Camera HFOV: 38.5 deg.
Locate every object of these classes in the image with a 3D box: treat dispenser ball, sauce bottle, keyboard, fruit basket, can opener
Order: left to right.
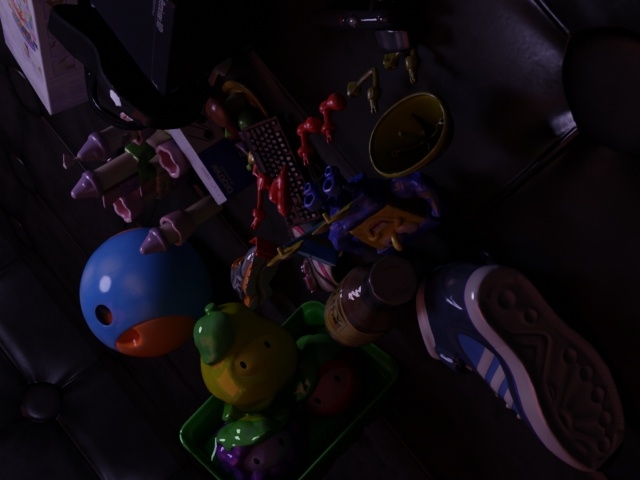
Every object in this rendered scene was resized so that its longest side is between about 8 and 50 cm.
[{"bbox_3d":[-0.383,0.113,2.020,0.288,0.288,0.288,38,149,28],"label":"treat dispenser ball"},{"bbox_3d":[-0.074,0.267,1.626,0.283,0.392,0.392,36,148,31],"label":"fruit basket"},{"bbox_3d":[-0.048,-0.113,1.466,0.108,0.023,0.180,-18,105,23],"label":"keyboard"},{"bbox_3d":[0.046,-0.276,1.144,0.186,0.059,0.073,22,117,49],"label":"can opener"},{"bbox_3d":[0.078,0.091,1.395,0.111,0.111,0.344,50,164,7],"label":"sauce bottle"}]

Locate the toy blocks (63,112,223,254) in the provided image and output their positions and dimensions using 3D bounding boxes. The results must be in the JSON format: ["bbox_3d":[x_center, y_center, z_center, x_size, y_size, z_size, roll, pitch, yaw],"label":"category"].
[{"bbox_3d":[-0.373,-0.145,1.738,0.309,0.260,0.289,43,151,21],"label":"toy blocks"}]

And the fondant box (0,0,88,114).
[{"bbox_3d":[-0.565,-0.450,1.830,0.238,0.096,0.330,54,156,23],"label":"fondant box"}]

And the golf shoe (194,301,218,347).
[{"bbox_3d":[-0.262,0.235,2.185,0.077,0.094,0.198,31,147,35],"label":"golf shoe"}]

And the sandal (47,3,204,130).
[{"bbox_3d":[-0.325,-0.268,1.518,0.446,0.167,0.107,46,128,44],"label":"sandal"}]

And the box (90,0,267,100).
[{"bbox_3d":[-0.225,-0.407,1.232,0.312,0.179,0.343,54,165,1],"label":"box"}]

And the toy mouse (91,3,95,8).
[{"bbox_3d":[-0.387,-0.427,1.686,0.161,0.031,0.143,47,152,12],"label":"toy mouse"}]

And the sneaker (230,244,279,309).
[{"bbox_3d":[-0.140,0.063,1.810,0.083,0.084,0.215,50,154,18],"label":"sneaker"}]

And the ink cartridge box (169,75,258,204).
[{"bbox_3d":[-0.191,-0.175,1.595,0.207,0.097,0.046,56,151,-6],"label":"ink cartridge box"}]

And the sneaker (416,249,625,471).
[{"bbox_3d":[0.258,0.165,1.270,0.323,0.130,0.236,54,162,-8],"label":"sneaker"}]

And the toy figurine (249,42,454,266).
[{"bbox_3d":[0.093,-0.079,1.246,0.362,0.217,0.191,-37,47,36],"label":"toy figurine"}]

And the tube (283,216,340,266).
[{"bbox_3d":[0.003,0.005,1.407,0.080,0.207,0.052,16,104,8],"label":"tube"}]

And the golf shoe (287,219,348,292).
[{"bbox_3d":[0.000,0.000,1.548,0.086,0.067,0.186,-8,115,26],"label":"golf shoe"}]

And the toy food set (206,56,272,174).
[{"bbox_3d":[-0.141,-0.191,1.525,0.218,0.071,0.128,57,153,-5],"label":"toy food set"}]
